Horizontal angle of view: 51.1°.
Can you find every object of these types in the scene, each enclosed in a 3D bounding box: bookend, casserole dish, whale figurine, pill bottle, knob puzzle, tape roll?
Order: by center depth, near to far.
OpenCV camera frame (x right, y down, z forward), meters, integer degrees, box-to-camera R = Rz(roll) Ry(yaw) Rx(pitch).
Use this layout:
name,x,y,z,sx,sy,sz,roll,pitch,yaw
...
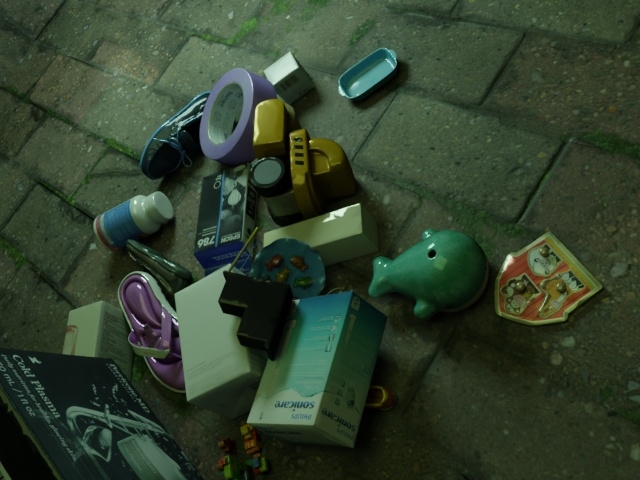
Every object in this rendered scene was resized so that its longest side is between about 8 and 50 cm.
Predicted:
name,x,y,z,sx,sy,sz,roll,pitch,yaw
knob puzzle,0.438,0.091,1.365,0.213,0.030,0.213,-15,57,24
whale figurine,0.219,0.062,1.445,0.272,0.141,0.216,-4,62,31
bookend,-0.157,0.162,1.461,0.156,0.072,0.157,10,60,11
casserole dish,0.137,-0.458,1.868,0.188,0.037,0.114,-34,51,10
tape roll,-0.242,-0.355,1.948,0.275,0.090,0.274,-21,62,46
pill bottle,-0.559,-0.061,2.014,0.222,0.124,0.124,-24,53,19

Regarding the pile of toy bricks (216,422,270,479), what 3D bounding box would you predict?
name,x,y,z,sx,sy,sz,roll,pitch,yaw
pile of toy bricks,-0.181,0.501,1.463,0.118,0.105,0.212,-28,52,16

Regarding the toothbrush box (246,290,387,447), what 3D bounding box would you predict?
name,x,y,z,sx,sy,sz,roll,pitch,yaw
toothbrush box,-0.005,0.272,1.419,0.216,0.126,0.295,-15,47,45

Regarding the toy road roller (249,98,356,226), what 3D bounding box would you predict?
name,x,y,z,sx,sy,sz,roll,pitch,yaw
toy road roller,-0.040,-0.208,1.737,0.241,0.202,0.329,-10,58,10

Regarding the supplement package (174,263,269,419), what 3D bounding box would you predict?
name,x,y,z,sx,sy,sz,roll,pitch,yaw
supplement package,-0.212,0.239,1.587,0.175,0.177,0.292,-29,53,16

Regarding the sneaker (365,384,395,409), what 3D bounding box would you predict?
name,x,y,z,sx,sy,sz,roll,pitch,yaw
sneaker,0.073,0.329,1.430,0.175,0.067,0.064,-11,60,28

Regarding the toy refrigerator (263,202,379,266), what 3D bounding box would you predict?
name,x,y,z,sx,sy,sz,roll,pitch,yaw
toy refrigerator,0.000,0.000,1.644,0.270,0.102,0.094,-17,56,24

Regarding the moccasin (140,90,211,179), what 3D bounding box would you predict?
name,x,y,z,sx,sy,sz,roll,pitch,yaw
moccasin,-0.422,-0.324,2.074,0.117,0.138,0.342,36,87,36

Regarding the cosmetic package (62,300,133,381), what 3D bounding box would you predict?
name,x,y,z,sx,sy,sz,roll,pitch,yaw
cosmetic package,-0.599,0.333,1.793,0.129,0.153,0.296,-17,55,22

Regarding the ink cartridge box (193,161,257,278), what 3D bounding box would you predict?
name,x,y,z,sx,sy,sz,roll,pitch,yaw
ink cartridge box,-0.262,-0.051,1.864,0.165,0.065,0.332,-15,57,23

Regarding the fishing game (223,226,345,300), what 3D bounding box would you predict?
name,x,y,z,sx,sy,sz,roll,pitch,yaw
fishing game,-0.074,0.087,1.562,0.189,0.264,0.041,-52,11,-5

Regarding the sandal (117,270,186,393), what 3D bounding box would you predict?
name,x,y,z,sx,sy,sz,roll,pitch,yaw
sandal,-0.441,0.241,1.754,0.416,0.102,0.169,44,101,33

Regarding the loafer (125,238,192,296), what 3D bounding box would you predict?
name,x,y,z,sx,sy,sz,roll,pitch,yaw
loafer,-0.480,0.075,1.909,0.268,0.096,0.084,25,88,36

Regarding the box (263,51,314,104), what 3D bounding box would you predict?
name,x,y,z,sx,sy,sz,roll,pitch,yaw
box,-0.092,-0.478,1.979,0.101,0.102,0.087,-34,53,12

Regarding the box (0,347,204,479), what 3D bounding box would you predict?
name,x,y,z,sx,sy,sz,roll,pitch,yaw
box,-0.518,0.491,1.356,0.297,0.472,0.480,-44,71,0

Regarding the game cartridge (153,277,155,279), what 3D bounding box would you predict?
name,x,y,z,sx,sy,sz,roll,pitch,yaw
game cartridge,-0.521,0.135,1.947,0.083,0.017,0.056,-2,59,31
